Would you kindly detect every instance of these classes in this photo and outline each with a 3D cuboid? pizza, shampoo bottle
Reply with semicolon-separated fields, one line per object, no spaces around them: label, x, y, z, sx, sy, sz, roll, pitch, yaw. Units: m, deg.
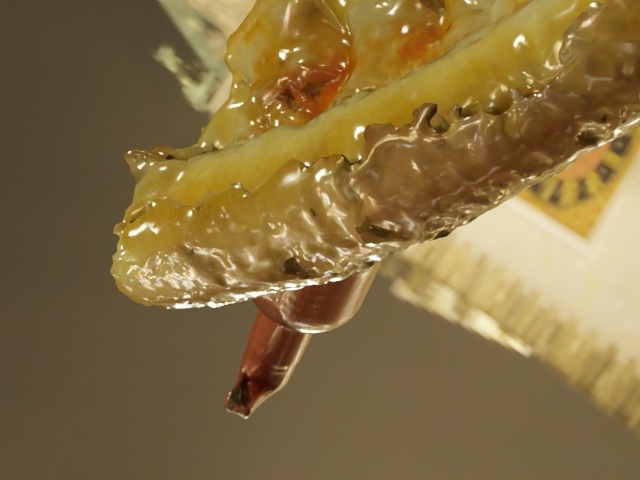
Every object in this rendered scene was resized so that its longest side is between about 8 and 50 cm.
pizza;0.112;-0.159;0.866;0.080;0.392;0.435;39;-118;-39
shampoo bottle;0.001;-0.001;1.155;0.085;0.085;0.244;-4;-47;-33
